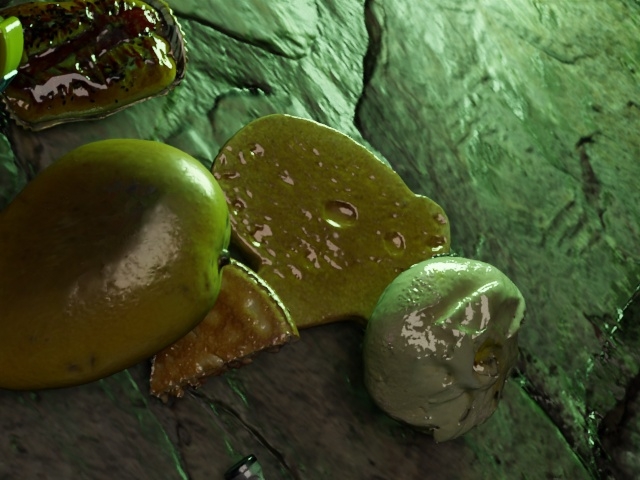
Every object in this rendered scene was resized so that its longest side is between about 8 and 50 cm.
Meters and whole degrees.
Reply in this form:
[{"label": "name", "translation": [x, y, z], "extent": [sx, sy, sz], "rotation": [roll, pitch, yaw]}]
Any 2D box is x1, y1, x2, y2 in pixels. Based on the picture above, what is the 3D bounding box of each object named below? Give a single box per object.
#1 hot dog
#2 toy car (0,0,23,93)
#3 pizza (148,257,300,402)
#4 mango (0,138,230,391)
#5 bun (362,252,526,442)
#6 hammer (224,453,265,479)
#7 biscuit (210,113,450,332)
[{"label": "hot dog", "translation": [-0.296, -0.230, 1.453], "extent": [0.270, 0.082, 0.163], "rotation": [-18, 84, -26]}, {"label": "toy car", "translation": [-0.464, -0.248, 1.308], "extent": [0.248, 0.200, 0.142], "rotation": [43, 34, -4]}, {"label": "pizza", "translation": [-0.143, 0.109, 1.415], "extent": [0.193, 0.053, 0.201], "rotation": [-45, 68, -5]}, {"label": "mango", "translation": [-0.269, 0.031, 1.321], "extent": [0.365, 0.182, 0.253], "rotation": [-29, 71, -15]}, {"label": "bun", "translation": [0.160, 0.138, 1.455], "extent": [0.239, 0.141, 0.239], "rotation": [-13, 112, -36]}, {"label": "hammer", "translation": [-0.199, 0.421, 1.326], "extent": [0.427, 0.044, 0.152], "rotation": [-32, 89, -25]}, {"label": "biscuit", "translation": [-0.001, 0.001, 1.514], "extent": [0.343, 0.057, 0.287], "rotation": [32, 67, -11]}]
